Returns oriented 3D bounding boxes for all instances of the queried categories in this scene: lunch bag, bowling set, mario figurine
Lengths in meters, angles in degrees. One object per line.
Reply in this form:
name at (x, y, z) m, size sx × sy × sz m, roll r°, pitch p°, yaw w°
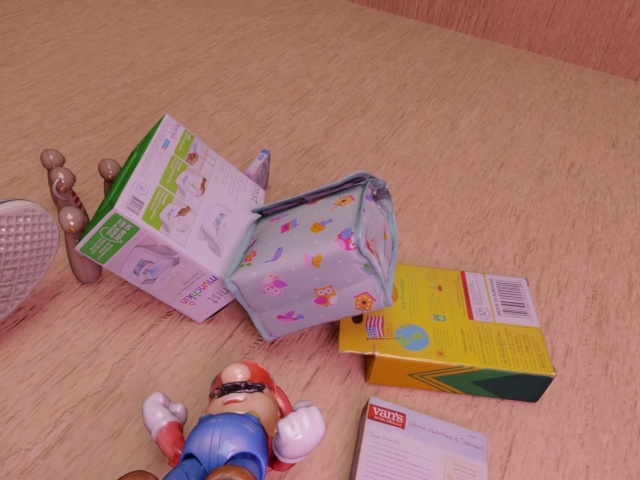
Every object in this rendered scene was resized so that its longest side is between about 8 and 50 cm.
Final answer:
lunch bag at (0.000, 0.000, 0.806) m, size 0.223 × 0.160 × 0.262 m, roll -18°, pitch 30°, yaw 21°
bowling set at (-0.382, -0.080, 0.931) m, size 0.199 × 0.154 × 0.287 m, roll -20°, pitch 50°, yaw -27°
mario figurine at (-0.110, 0.203, 0.575) m, size 0.198 × 0.170 × 0.320 m, roll 29°, pitch 2°, yaw 3°

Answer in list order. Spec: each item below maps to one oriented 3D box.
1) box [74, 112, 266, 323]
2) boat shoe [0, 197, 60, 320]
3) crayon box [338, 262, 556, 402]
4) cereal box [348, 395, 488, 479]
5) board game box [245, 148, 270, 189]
box at (-0.224, -0.041, 0.852) m, size 0.231 × 0.126 × 0.262 m, roll 38°, pitch 34°, yaw -28°
boat shoe at (-0.588, 0.096, 0.671) m, size 0.156 × 0.187 × 0.500 m, roll 30°, pitch 59°, yaw 30°
crayon box at (0.185, 0.136, 0.831) m, size 0.318 × 0.081 × 0.202 m, roll 8°, pitch 42°, yaw -1°
cereal box at (0.117, 0.327, 0.630) m, size 0.172 × 0.047 × 0.240 m, roll 19°, pitch 42°, yaw 1°
board game box at (-0.131, -0.128, 1.064) m, size 0.020 × 0.090 × 0.090 m, roll 18°, pitch 43°, yaw 8°
